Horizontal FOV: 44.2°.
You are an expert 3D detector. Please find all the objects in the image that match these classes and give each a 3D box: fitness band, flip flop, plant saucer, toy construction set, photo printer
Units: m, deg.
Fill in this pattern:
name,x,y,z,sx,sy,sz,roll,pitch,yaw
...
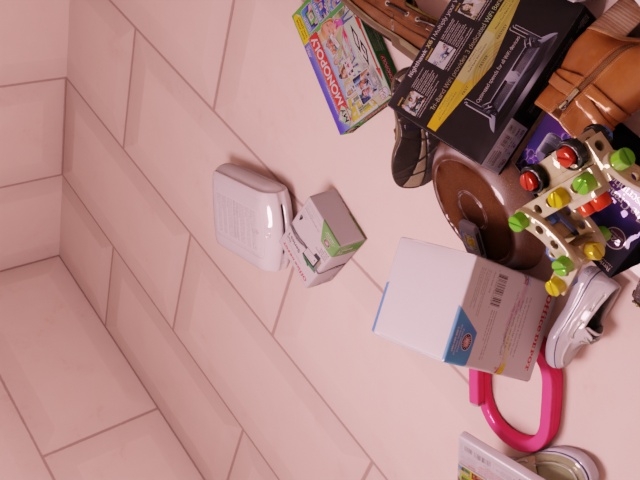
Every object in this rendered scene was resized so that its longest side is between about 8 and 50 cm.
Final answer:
name,x,y,z,sx,sy,sz,roll,pitch,yaw
fitness band,0.406,0.305,1.649,0.209,0.054,0.290,21,122,47
flip flop,0.195,-0.237,1.662,0.080,0.112,0.277,-90,-9,-60
plant saucer,0.309,-0.068,1.524,0.310,0.050,0.310,52,164,22
toy construction set,0.422,-0.055,1.206,0.215,0.151,0.328,58,142,5
photo printer,-0.186,-0.063,2.224,0.307,0.107,0.256,26,124,48

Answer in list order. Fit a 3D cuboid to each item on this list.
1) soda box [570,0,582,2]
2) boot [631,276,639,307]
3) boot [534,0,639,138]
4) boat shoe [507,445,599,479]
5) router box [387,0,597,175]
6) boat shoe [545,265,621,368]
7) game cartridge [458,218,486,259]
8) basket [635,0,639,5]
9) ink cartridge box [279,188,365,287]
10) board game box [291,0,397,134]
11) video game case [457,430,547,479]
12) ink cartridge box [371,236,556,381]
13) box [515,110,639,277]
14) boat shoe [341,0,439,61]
name,x,y,z,sx,sy,sz,roll,pitch,yaw
soda box,0.360,-0.504,1.323,0.286,0.091,0.098,44,135,33
boot,0.613,0.144,1.291,0.229,0.091,0.263,37,128,46
boot,0.476,-0.225,1.198,0.220,0.109,0.283,-50,55,15
boat shoe,0.443,0.503,1.648,0.302,0.094,0.109,-33,78,54
router box,0.295,-0.307,1.392,0.243,0.081,0.309,41,106,36
boat shoe,0.483,0.158,1.454,0.076,0.083,0.226,38,132,39
game cartridge,0.299,-0.001,1.556,0.056,0.017,0.083,39,155,59
basket,0.504,-0.521,0.976,0.328,0.266,0.331,62,144,13
ink cartridge box,0.000,0.000,2.021,0.160,0.093,0.219,59,142,18
board game box,0.058,-0.428,1.799,0.213,0.046,0.317,-30,80,53
video game case,0.382,0.529,1.639,0.227,0.026,0.206,26,132,39
ink cartridge box,0.280,0.133,1.508,0.197,0.270,0.198,16,88,51
box,0.473,-0.097,1.346,0.261,0.103,0.184,50,142,27
boat shoe,0.157,-0.461,1.613,0.307,0.111,0.104,43,107,22
